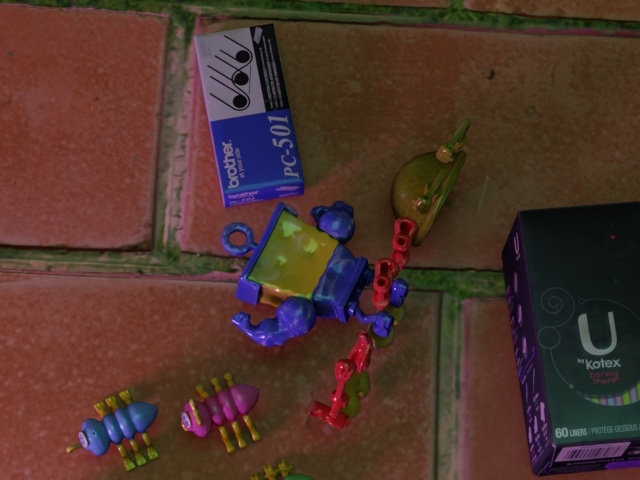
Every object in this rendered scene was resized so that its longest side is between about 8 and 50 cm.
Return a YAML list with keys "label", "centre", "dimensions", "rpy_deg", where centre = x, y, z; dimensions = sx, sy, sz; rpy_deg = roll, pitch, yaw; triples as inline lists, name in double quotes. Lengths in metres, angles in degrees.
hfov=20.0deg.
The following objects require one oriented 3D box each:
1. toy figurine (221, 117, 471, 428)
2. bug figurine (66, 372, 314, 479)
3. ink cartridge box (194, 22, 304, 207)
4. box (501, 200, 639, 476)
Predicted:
- label: "toy figurine"
  centre: [0.000, 0.000, 2.003]
  dimensions: [0.217, 0.191, 0.362]
  rpy_deg: [22, 69, 11]
- label: "bug figurine"
  centre: [-0.132, 0.259, 1.957]
  dimensions: [0.216, 0.072, 0.279]
  rpy_deg: [-28, 73, -12]
- label: "ink cartridge box"
  centre: [-0.083, -0.147, 2.121]
  dimensions: [0.097, 0.046, 0.207]
  rpy_deg: [-10, 71, -5]
- label: "box"
  centre: [0.302, 0.107, 1.990]
  dimensions: [0.165, 0.143, 0.270]
  rpy_deg: [-5, 70, -4]
